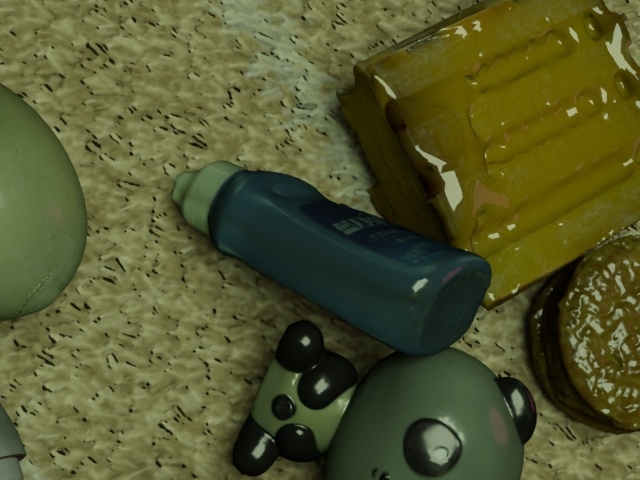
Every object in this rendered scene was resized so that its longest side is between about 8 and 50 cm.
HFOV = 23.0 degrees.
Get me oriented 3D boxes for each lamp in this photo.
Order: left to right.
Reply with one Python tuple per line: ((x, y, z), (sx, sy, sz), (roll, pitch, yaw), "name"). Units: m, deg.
((0.059, 0.174, 1.391), (0.243, 0.198, 0.198), (24, 73, 2), "lamp")

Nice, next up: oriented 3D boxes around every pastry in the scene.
((0.293, 0.094, 1.519), (0.188, 0.103, 0.189), (3, 81, -19), "pastry")

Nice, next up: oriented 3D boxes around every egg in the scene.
((-0.304, -0.043, 1.303), (0.253, 0.186, 0.186), (46, 70, -1), "egg")

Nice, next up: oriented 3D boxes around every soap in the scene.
((0.185, -0.101, 1.501), (0.281, 0.143, 0.259), (-27, 93, -20), "soap")

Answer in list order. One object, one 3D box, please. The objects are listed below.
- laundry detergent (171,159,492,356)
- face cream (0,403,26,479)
((0.000, 0.000, 1.390), (0.289, 0.094, 0.143), (27, 25, 25), "laundry detergent")
((-0.297, 0.173, 1.316), (0.091, 0.091, 0.095), (-18, 78, -21), "face cream")
